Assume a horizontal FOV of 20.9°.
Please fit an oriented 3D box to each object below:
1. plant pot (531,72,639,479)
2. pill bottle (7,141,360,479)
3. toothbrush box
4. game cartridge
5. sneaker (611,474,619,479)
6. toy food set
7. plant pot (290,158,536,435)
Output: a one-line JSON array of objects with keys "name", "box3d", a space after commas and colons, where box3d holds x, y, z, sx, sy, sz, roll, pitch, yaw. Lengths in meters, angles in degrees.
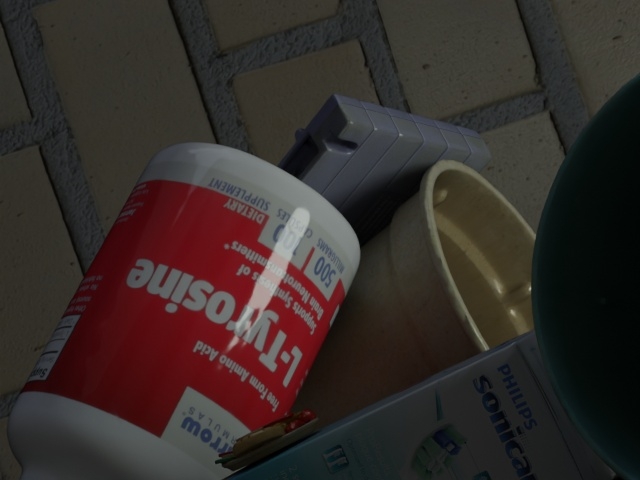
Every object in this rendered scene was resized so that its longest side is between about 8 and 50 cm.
[{"name": "plant pot", "box3d": [0.311, 0.035, 1.073, 0.293, 0.293, 0.235, -19, -18, 26]}, {"name": "pill bottle", "box3d": [-0.141, 0.132, 1.593, 0.229, 0.229, 0.407, -22, 38, 62]}, {"name": "toothbrush box", "box3d": [0.074, 0.177, 1.310, 0.295, 0.126, 0.216, -27, -5, 21]}, {"name": "game cartridge", "box3d": [0.000, 0.000, 1.855, 0.230, 0.068, 0.355, 7, -48, -47]}, {"name": "sneaker", "box3d": [0.264, 0.178, 1.565, 0.075, 0.063, 0.170, -18, 3, -2]}, {"name": "toy food set", "box3d": [-0.040, 0.149, 1.293, 0.083, 0.020, 0.082, -24, -4, -37]}, {"name": "plant pot", "box3d": [0.086, 0.135, 1.799, 0.305, 0.334, 0.334, -32, -8, 23]}]
